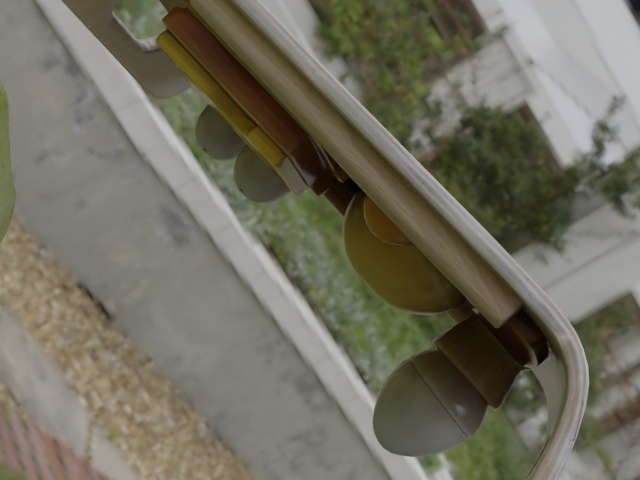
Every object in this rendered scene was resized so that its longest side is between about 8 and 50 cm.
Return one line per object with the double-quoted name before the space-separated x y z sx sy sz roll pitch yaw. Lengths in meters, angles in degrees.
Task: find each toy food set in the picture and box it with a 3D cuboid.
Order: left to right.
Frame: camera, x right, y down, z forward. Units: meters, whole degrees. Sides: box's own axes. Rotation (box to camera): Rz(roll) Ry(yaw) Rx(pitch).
"toy food set" 0.000 0.000 0.632 0.306 0.092 0.220 47 -1 13

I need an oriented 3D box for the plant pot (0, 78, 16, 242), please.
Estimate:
"plant pot" -0.264 -0.014 0.554 0.276 0.276 0.254 58 29 -6
